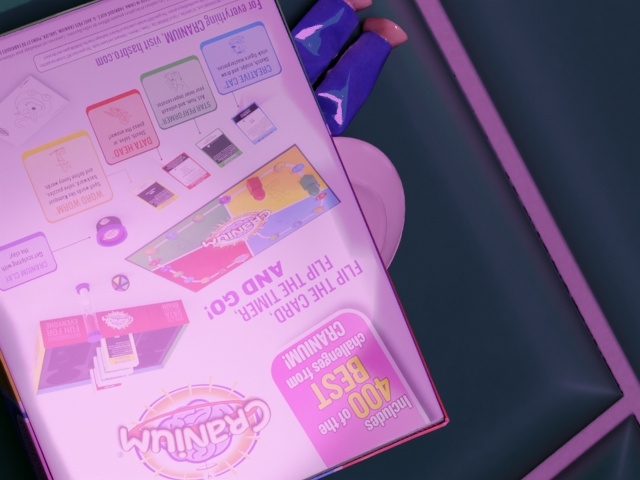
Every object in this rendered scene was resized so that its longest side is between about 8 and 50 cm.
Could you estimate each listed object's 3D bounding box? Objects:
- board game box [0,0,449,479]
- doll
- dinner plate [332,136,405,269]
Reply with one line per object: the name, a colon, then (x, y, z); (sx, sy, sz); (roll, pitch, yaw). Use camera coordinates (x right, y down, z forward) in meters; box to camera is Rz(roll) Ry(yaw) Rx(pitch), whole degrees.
board game box: (-0.094, 0.011, 1.183); (0.242, 0.064, 0.316); (-22, 90, -15)
doll: (-0.017, -0.074, 1.278); (0.129, 0.046, 0.189); (43, 76, -27)
dinner plate: (0.000, 0.000, 1.283); (0.141, 0.017, 0.141); (-18, 125, -27)
